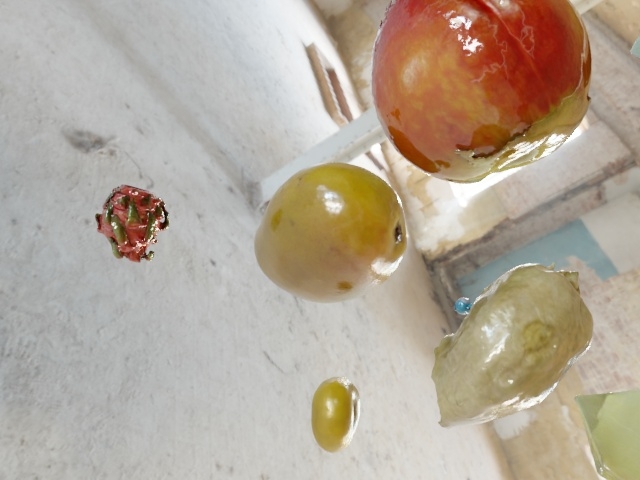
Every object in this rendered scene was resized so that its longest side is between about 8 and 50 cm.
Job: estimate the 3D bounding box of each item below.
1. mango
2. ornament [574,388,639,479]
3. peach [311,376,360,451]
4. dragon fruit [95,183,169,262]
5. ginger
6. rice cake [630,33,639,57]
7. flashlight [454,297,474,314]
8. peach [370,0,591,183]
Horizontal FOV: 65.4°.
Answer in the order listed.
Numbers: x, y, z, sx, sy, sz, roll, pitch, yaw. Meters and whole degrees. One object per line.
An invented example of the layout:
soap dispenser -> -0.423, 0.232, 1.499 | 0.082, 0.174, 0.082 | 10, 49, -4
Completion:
mango -> 0.000, 0.000, 1.096 | 0.300, 0.445, 0.232 | 46, 53, -13
ornament -> 0.585, 0.366, 0.977 | 0.180, 0.201, 0.059 | 34, -28, 31
peach -> 0.036, 0.411, 1.178 | 0.179, 0.103, 0.180 | 6, 90, -73
dragon fruit -> -0.449, -0.039, 1.190 | 0.159, 0.172, 0.166 | 15, -1, -1
ginger -> 0.236, 0.127, 0.621 | 0.138, 0.267, 0.152 | 51, 0, -4
rice cake -> 0.726, -0.372, 0.963 | 0.127, 0.043, 0.237 | 92, -26, -45
flashlight -> 0.435, 0.197, 1.387 | 0.129, 0.051, 0.051 | 20, -12, 42
peach -> 0.243, -0.279, 0.813 | 0.370, 0.369, 0.370 | 49, 22, -28
